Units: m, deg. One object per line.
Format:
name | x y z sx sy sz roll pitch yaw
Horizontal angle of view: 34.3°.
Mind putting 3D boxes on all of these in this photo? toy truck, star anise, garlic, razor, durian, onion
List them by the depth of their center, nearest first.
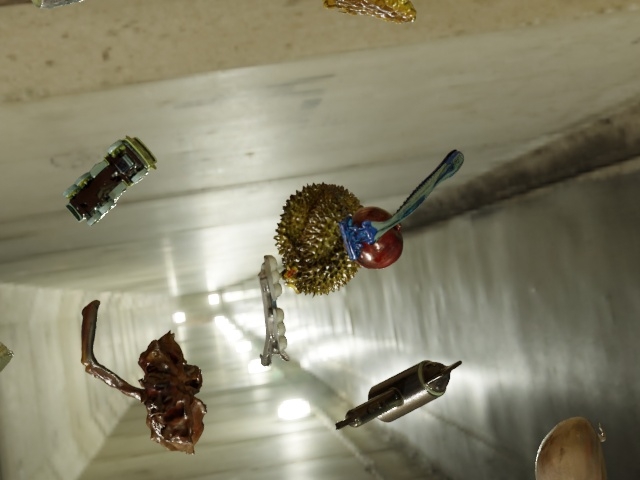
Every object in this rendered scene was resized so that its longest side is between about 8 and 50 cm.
garlic | 0.413 0.344 1.647 0.266 0.128 0.148 -63 -25 -44
star anise | -0.306 0.246 1.881 0.346 0.148 0.237 50 -164 -13
toy truck | -0.395 -0.115 1.973 0.085 0.191 0.116 47 -163 -4
razor | 0.174 -0.079 1.990 0.056 0.324 0.093 27 144 45
onion | 0.105 -0.005 2.037 0.131 0.131 0.131 172 90 -82
durian | 0.011 0.001 2.638 0.258 0.258 0.293 137 145 -80

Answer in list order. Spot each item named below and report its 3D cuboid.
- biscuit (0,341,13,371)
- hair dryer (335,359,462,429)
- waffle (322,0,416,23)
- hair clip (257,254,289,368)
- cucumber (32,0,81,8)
biscuit | -0.765 0.316 2.216 0.052 0.252 0.150 42 165 6
hair dryer | 0.125 0.290 1.872 0.195 0.248 0.078 -36 79 41
waffle | 0.083 -0.484 2.080 0.231 0.228 0.051 -150 76 -77
hair clip | -0.098 0.134 1.998 0.140 0.054 0.220 -163 66 -80
cucumber | -0.518 -0.498 2.064 0.064 0.112 0.064 51 152 42
